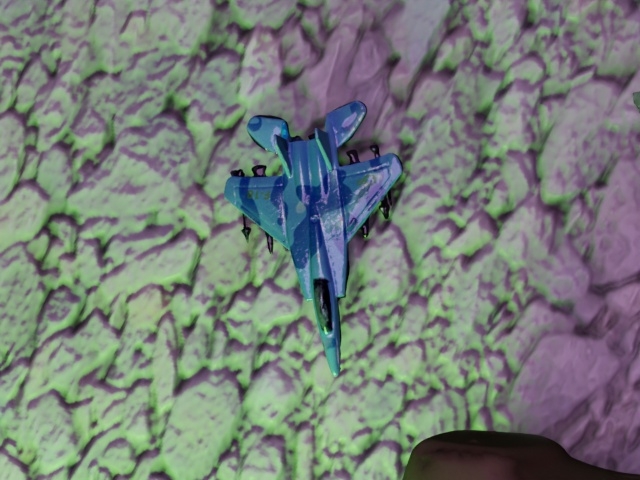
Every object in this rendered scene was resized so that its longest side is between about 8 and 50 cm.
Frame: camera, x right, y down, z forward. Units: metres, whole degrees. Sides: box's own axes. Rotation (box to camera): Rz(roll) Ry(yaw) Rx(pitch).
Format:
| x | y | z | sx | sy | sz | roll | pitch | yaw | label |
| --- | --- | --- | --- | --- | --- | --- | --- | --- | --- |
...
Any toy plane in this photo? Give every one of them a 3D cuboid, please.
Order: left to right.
| x | y | z | sx | sy | sz | roll | pitch | yaw | label |
| --- | --- | --- | --- | --- | --- | --- | --- | --- | --- |
| 0.002 | 0.000 | 1.754 | 0.169 | 0.078 | 0.246 | -9 | 94 | 13 | toy plane |

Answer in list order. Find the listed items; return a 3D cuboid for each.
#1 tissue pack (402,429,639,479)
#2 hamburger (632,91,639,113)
| x | y | z | sx | sy | sz | roll | pitch | yaw | label |
| --- | --- | --- | --- | --- | --- | --- | --- | --- | --- |
| 0.251 | 0.306 | 1.591 | 0.387 | 0.267 | 0.276 | 5 | 92 | 12 | tissue pack |
| 0.366 | -0.069 | 1.644 | 0.235 | 0.125 | 0.214 | 45 | 104 | 14 | hamburger |
